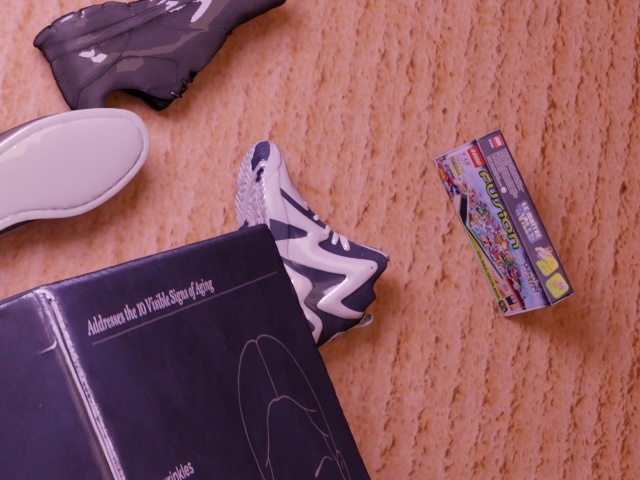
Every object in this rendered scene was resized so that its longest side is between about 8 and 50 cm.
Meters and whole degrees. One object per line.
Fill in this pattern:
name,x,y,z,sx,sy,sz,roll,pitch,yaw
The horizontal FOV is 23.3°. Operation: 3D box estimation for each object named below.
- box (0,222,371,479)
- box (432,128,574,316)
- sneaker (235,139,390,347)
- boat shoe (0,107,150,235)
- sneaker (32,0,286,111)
box,-0.158,0.268,1.356,0.297,0.480,0.471,-20,89,19
box,0.209,-0.018,1.789,0.036,0.114,0.207,-25,90,-24
sneaker,0.000,0.000,1.710,0.153,0.094,0.235,-10,85,-25
boat shoe,-0.320,-0.059,1.580,0.305,0.091,0.109,-27,113,-23
sneaker,-0.161,-0.214,1.685,0.286,0.109,0.130,-22,96,-15
